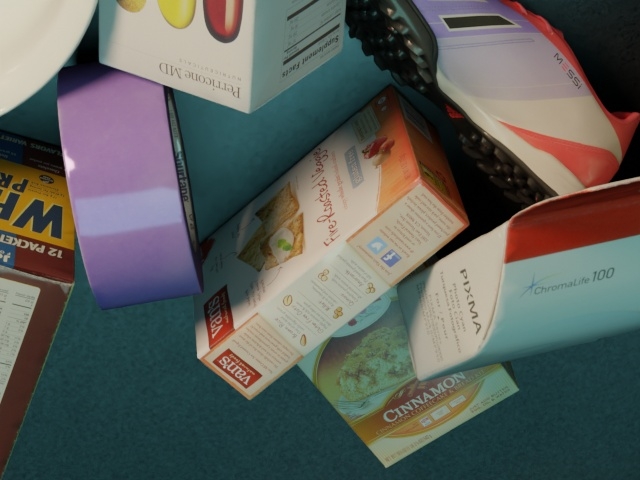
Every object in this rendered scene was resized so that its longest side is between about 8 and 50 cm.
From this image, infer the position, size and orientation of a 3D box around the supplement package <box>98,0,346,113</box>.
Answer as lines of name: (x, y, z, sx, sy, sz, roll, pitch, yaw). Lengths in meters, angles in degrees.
supplement package: (-0.064, -0.236, 1.182, 0.139, 0.134, 0.244, 20, 125, 24)

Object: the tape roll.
tape roll: (-0.143, -0.045, 1.288, 0.080, 0.189, 0.189, -9, 123, -2)

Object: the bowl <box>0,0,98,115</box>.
bowl: (-0.300, -0.230, 1.184, 0.297, 0.134, 0.298, -4, 123, -5)

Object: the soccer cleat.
soccer cleat: (0.122, -0.152, 1.323, 0.318, 0.108, 0.116, 44, 79, -20)

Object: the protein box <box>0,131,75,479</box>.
protein box: (-0.284, 0.043, 1.318, 0.136, 0.200, 0.201, 16, 119, -17)

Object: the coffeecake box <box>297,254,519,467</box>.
coffeecake box: (0.062, 0.087, 1.470, 0.142, 0.068, 0.185, -32, 120, 13)

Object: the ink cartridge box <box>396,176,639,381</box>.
ink cartridge box: (0.261, 0.012, 1.254, 0.308, 0.385, 0.091, -11, 83, -18)

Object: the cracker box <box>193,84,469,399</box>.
cracker box: (0.000, 0.000, 1.354, 0.232, 0.156, 0.067, -40, 118, 16)
